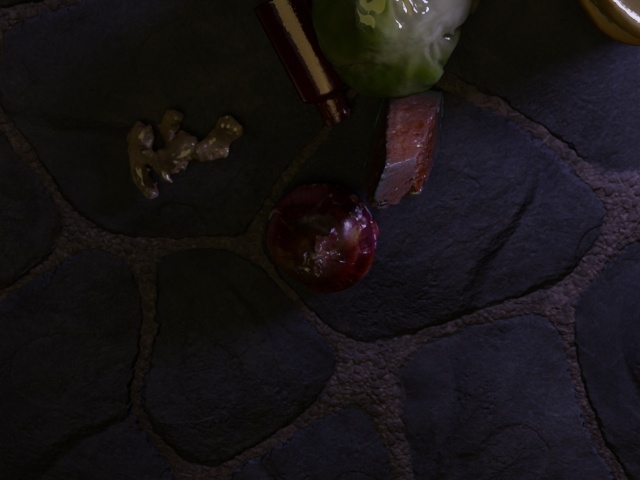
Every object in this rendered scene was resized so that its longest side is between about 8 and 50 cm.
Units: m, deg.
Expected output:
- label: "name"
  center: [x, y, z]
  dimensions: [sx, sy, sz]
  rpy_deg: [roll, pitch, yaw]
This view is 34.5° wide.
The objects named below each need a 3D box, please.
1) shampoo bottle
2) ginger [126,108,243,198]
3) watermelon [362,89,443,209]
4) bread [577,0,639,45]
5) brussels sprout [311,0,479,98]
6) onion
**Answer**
- label: "shampoo bottle"
  center: [-0.022, -0.341, 1.937]
  dimensions: [0.102, 0.064, 0.260]
  rpy_deg: [-24, 107, 12]
- label: "ginger"
  center: [-0.279, -0.195, 2.033]
  dimensions: [0.259, 0.065, 0.149]
  rpy_deg: [-26, 104, 19]
- label: "watermelon"
  center: [0.145, -0.150, 1.888]
  dimensions: [0.140, 0.256, 0.193]
  rpy_deg: [10, 120, 4]
- label: "bread"
  center: [0.510, -0.457, 1.719]
  dimensions: [0.211, 0.270, 0.315]
  rpy_deg: [-32, 111, 33]
- label: "brussels sprout"
  center: [0.122, -0.407, 1.794]
  dimensions: [0.274, 0.242, 0.316]
  rpy_deg: [27, 109, -11]
- label: "onion"
  center: [0.000, 0.000, 2.018]
  dimensions: [0.230, 0.163, 0.230]
  rpy_deg: [3, 104, 11]
